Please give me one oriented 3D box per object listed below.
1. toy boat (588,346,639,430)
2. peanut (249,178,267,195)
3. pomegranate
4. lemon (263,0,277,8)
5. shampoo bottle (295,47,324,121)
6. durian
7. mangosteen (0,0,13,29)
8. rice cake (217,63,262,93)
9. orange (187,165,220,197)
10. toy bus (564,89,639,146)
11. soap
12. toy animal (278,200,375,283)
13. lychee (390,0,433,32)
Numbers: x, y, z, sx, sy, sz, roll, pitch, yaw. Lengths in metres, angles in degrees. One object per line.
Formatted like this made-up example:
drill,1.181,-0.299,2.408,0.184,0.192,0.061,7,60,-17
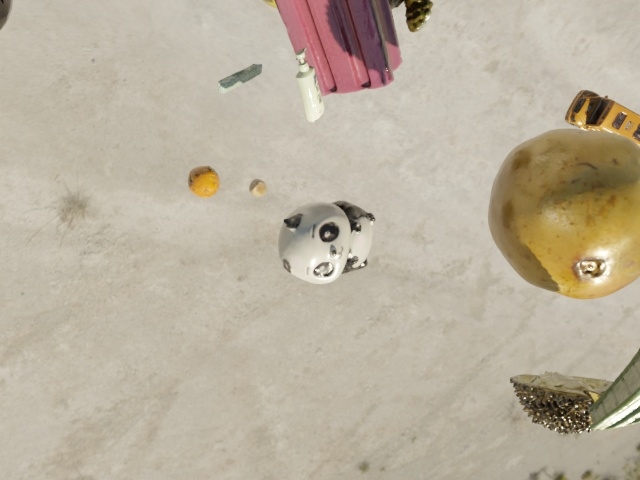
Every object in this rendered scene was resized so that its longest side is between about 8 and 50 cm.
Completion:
toy boat,0.403,0.105,0.475,0.093,0.055,0.293,-14,126,-59
peanut,-0.260,-0.219,1.739,0.076,0.152,0.076,0,92,-5
pomegranate,0.434,-0.043,0.732,0.307,0.307,0.307,-9,117,-18
lemon,-0.100,-0.815,1.209,0.285,0.285,0.316,-18,151,-13
shampoo bottle,-0.024,-0.304,0.821,0.049,0.034,0.141,-49,147,-21
durian,0.393,0.265,0.685,0.148,0.188,0.091,-6,87,10
mangosteen,-0.651,-0.420,0.684,0.275,0.275,0.302,-22,85,-11
rice cake,-0.228,-0.467,1.200,0.171,0.029,0.033,-44,158,-36
orange,-0.292,-0.147,1.050,0.083,0.083,0.083,-9,117,-18
toy bus,0.698,-0.290,1.012,0.194,0.088,0.083,19,107,-15
soap,0.030,-0.525,0.954,0.128,0.233,0.359,-63,142,-36
toy animal,0.008,0.001,0.975,0.235,0.165,0.187,-11,112,-56
lychee,0.156,-0.701,1.045,0.320,0.270,0.270,17,109,0
